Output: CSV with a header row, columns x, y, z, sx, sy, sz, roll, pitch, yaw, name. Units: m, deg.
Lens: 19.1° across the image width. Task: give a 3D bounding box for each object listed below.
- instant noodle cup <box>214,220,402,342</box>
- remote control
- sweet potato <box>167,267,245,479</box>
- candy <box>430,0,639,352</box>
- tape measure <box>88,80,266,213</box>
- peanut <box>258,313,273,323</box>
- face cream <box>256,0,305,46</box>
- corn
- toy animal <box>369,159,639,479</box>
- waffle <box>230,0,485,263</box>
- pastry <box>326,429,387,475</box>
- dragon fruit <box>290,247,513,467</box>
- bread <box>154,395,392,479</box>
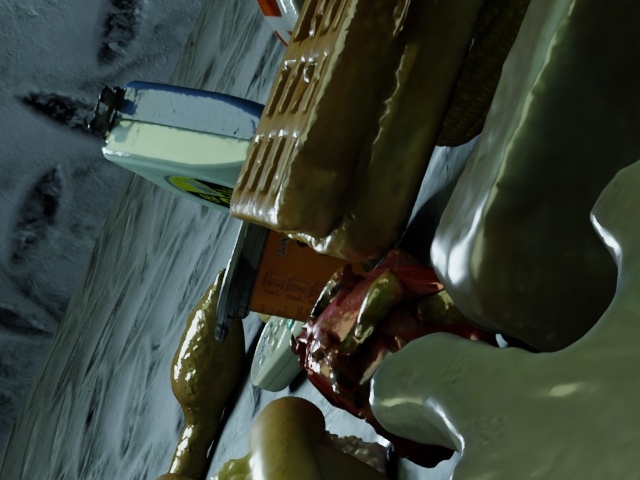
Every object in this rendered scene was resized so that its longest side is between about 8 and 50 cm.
x,y,z,sx,sy,sz,roll,pitch,yaw,name
0.000,0.000,1.539,0.177,0.125,0.208,-70,-4,-59,instant noodle cup
-0.010,0.070,1.715,0.221,0.042,0.078,129,159,-52,remote control
-0.124,0.156,2.005,0.075,0.074,0.269,-133,55,-76,sweet potato
0.147,-0.053,1.095,0.234,0.102,0.104,-67,12,-1,candy
-0.028,-0.073,1.826,0.351,0.215,0.098,14,81,33,tape measure
-0.024,0.031,1.811,0.113,0.054,0.054,-64,13,6,peanut
0.050,-0.230,1.563,0.187,0.201,0.201,-147,78,-77,face cream
0.124,-0.140,1.390,0.238,0.080,0.080,132,155,-56,corn
0.164,0.076,0.770,0.266,0.188,0.308,-22,33,45,toy animal
0.042,-0.149,1.356,0.224,0.098,0.328,-161,91,-77,waffle
-0.046,0.244,1.421,0.103,0.112,0.265,-110,40,-55,pastry
0.063,0.066,1.221,0.207,0.133,0.150,-44,22,38,dragon fruit
-0.047,0.246,1.189,0.270,0.211,0.316,-63,17,19,bread
